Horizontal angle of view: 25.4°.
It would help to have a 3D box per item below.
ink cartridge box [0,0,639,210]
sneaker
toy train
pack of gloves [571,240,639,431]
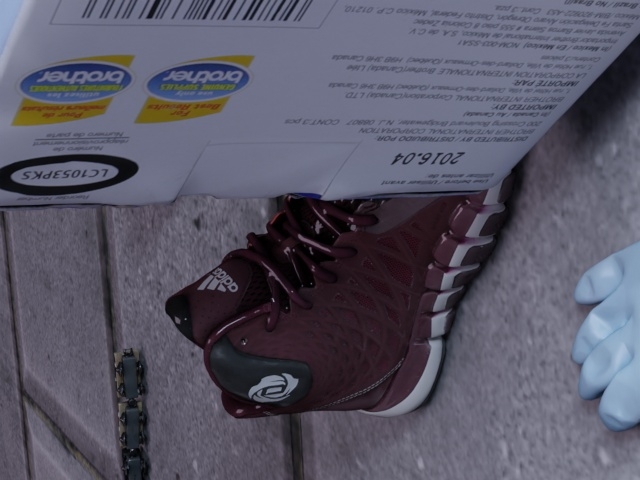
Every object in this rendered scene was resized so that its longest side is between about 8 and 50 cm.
[{"bbox_3d":[0.001,-0.141,0.517,0.395,0.270,0.151,-53,49,47],"label":"ink cartridge box"},{"bbox_3d":[0.000,0.000,0.755,0.106,0.162,0.281,54,144,45],"label":"sneaker"},{"bbox_3d":[-0.184,0.175,1.381,0.036,0.027,0.158,-128,36,-65],"label":"toy train"},{"bbox_3d":[0.164,0.070,0.567,0.195,0.046,0.232,70,153,21],"label":"pack of gloves"}]
